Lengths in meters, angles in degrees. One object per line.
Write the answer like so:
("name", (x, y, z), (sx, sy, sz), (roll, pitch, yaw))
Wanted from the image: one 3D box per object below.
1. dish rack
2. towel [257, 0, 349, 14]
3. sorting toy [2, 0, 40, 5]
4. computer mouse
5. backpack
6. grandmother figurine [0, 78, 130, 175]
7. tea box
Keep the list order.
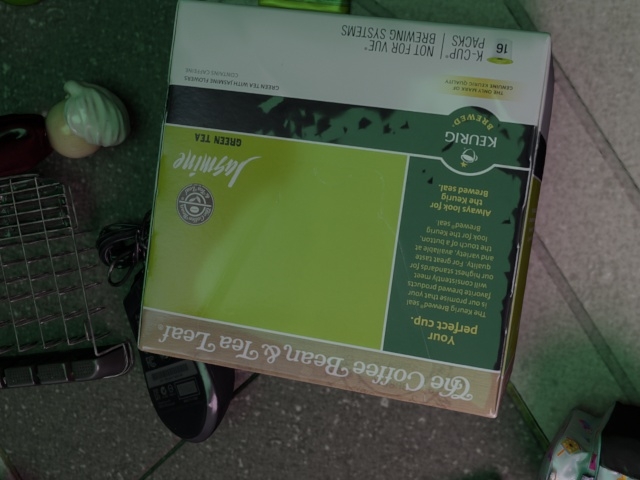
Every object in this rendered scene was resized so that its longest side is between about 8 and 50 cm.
("dish rack", (-0.360, 0.054, 1.150), (0.208, 0.074, 0.271), (-8, 95, 19))
("towel", (-0.005, -0.360, 0.973), (0.102, 0.021, 0.237), (10, 103, 14))
("sorting toy", (-0.363, -0.354, 1.044), (0.127, 0.126, 0.365), (40, 110, 8))
("computer mouse", (-0.159, 0.097, 1.080), (0.188, 0.072, 0.272), (-15, 89, 41))
("backpack", (0.281, 0.265, 0.908), (0.144, 0.166, 0.188), (8, 100, 19))
("grandmother figurine", (-0.388, -0.100, 1.070), (0.342, 0.208, 0.104), (-17, 123, 0))
("tea box", (0.035, -0.035, 0.875), (0.329, 0.220, 0.323), (10, 93, 15))
